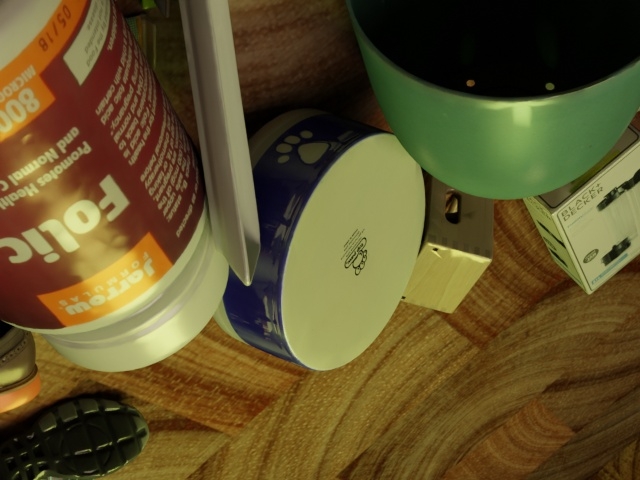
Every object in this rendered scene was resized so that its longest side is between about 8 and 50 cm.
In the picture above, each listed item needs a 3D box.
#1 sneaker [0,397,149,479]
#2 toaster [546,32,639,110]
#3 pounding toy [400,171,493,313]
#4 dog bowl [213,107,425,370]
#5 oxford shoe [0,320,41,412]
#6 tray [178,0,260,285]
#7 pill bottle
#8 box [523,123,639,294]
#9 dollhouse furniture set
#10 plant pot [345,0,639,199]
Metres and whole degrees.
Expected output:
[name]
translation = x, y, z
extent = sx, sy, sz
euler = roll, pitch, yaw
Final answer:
[sneaker]
translation = -0.335, 0.264, 1.182
extent = 0.267, 0.101, 0.106
euler = -16, 161, -29
[toaster]
translation = 0.312, -0.215, 1.174
extent = 0.168, 0.110, 0.185
euler = -24, 143, -18
[pounding toy]
translation = 0.135, -0.003, 1.261
extent = 0.094, 0.181, 0.206
euler = 15, 143, -9
[dog bowl]
translation = 0.000, 0.000, 1.056
extent = 0.265, 0.104, 0.264
euler = -32, 131, -44
[oxford shoe]
translation = -0.412, 0.134, 0.969
extent = 0.271, 0.097, 0.098
euler = -16, 120, -35
[tray]
translation = -0.085, -0.106, 0.838
extent = 0.030, 0.145, 0.270
euler = -7, 103, 1
[pill bottle]
translation = -0.220, -0.065, 0.776
extent = 0.224, 0.224, 0.392
euler = -33, 144, -7
[box]
translation = 0.401, -0.052, 1.454
extent = 0.169, 0.087, 0.290
euler = -39, 145, 1
[dollhouse furniture set]
translation = -0.167, -0.183, 0.834
extent = 0.076, 0.058, 0.151
euler = -18, 140, -26
[plant pot]
translation = 0.180, -0.178, 0.962
extent = 0.293, 0.293, 0.235
euler = -31, 150, -10
